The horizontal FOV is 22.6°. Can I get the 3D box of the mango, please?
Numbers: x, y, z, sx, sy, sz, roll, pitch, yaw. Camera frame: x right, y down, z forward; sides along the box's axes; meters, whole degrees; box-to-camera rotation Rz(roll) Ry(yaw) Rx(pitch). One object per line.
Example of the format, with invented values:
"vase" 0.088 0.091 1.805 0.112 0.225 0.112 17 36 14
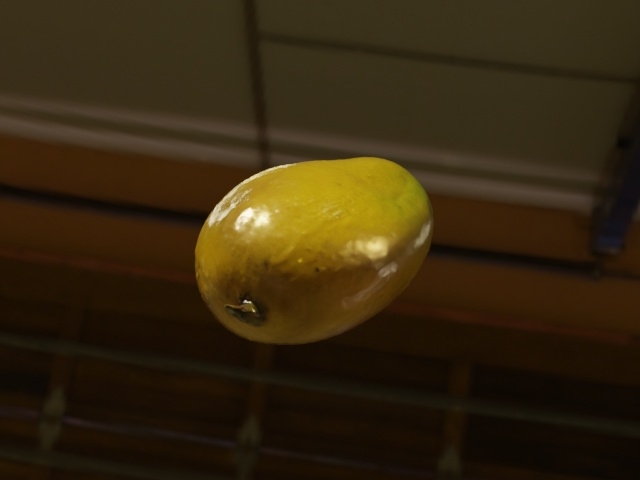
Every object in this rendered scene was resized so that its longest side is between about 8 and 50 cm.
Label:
"mango" 0.000 0.000 1.402 0.176 0.119 0.317 23 31 26
